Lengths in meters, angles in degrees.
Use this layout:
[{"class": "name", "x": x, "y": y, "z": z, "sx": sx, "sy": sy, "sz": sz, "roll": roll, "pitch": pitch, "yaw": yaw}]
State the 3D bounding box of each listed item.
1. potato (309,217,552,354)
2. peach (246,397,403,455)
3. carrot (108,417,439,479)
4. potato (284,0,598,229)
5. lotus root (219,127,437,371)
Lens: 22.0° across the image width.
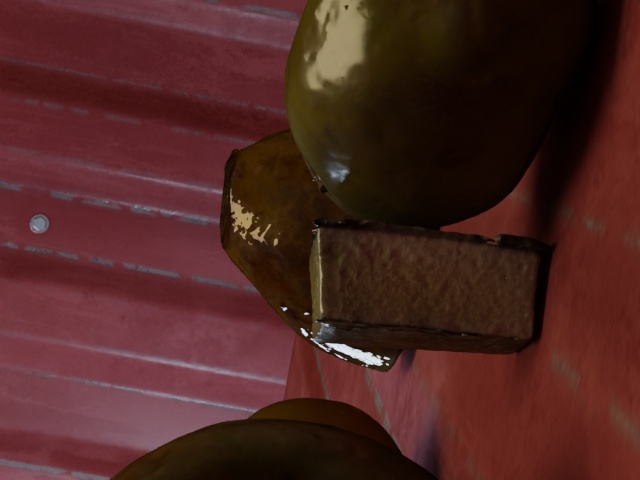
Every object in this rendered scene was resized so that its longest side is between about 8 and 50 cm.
[{"class": "potato", "x": 0.054, "y": 0.025, "z": 0.854, "sx": 0.086, "sy": 0.122, "sz": 0.061, "roll": 96, "pitch": 179, "yaw": -80}, {"class": "peach", "x": -0.010, "y": 0.235, "z": 1.118, "sx": 0.251, "sy": 0.153, "sz": 0.251, "roll": 180, "pitch": 90, "yaw": -74}, {"class": "carrot", "x": -0.027, "y": 0.245, "z": 0.743, "sx": 0.224, "sy": 0.224, "sz": 0.341, "roll": -83, "pitch": -1, "yaw": -46}, {"class": "potato", "x": 0.057, "y": -0.089, "z": 0.848, "sx": 0.155, "sy": 0.137, "sz": 0.200, "roll": -63, "pitch": -3, "yaw": -18}, {"class": "lotus root", "x": 0.000, "y": 0.000, "z": 1.359, "sx": 0.188, "sy": 0.180, "sz": 0.199, "roll": 126, "pitch": 155, "yaw": -74}]
